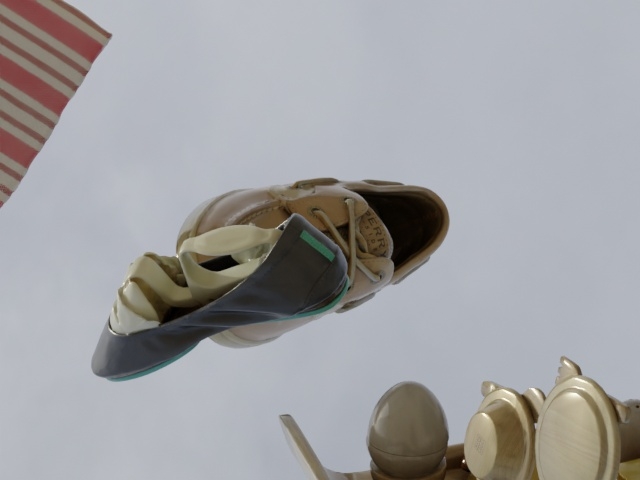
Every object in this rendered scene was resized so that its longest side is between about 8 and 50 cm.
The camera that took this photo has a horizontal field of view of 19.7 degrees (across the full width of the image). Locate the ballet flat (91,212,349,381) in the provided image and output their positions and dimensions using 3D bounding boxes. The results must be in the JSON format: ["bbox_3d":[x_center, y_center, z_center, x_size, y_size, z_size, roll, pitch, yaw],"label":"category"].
[{"bbox_3d":[-0.077,0.030,1.142,0.074,0.203,0.074,33,-132,-45],"label":"ballet flat"}]

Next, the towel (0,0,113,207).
[{"bbox_3d":[-0.283,-0.129,1.523,0.144,0.029,0.197,33,-82,-11],"label":"towel"}]

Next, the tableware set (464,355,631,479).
[{"bbox_3d":[0.097,0.135,0.841,0.020,0.141,0.168,5,-91,-26],"label":"tableware set"}]

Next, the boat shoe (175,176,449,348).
[{"bbox_3d":[0.000,0.000,1.472,0.341,0.110,0.121,-23,-86,-63],"label":"boat shoe"}]

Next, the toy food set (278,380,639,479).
[{"bbox_3d":[0.149,0.131,1.062,0.306,0.092,0.220,-10,-157,-13],"label":"toy food set"}]
